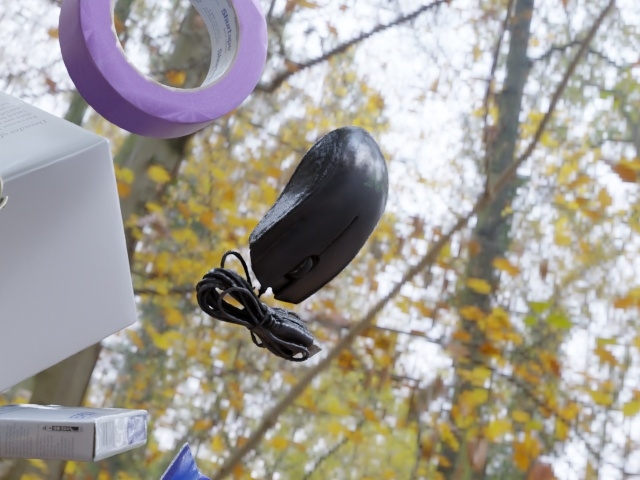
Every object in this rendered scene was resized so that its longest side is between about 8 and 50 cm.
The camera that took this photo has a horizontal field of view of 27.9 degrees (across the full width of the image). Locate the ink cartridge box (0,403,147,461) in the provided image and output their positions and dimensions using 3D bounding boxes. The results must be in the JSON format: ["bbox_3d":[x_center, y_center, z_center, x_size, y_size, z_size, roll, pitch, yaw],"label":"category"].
[{"bbox_3d":[-0.313,0.197,1.339,0.224,0.045,0.223,0,-5,5],"label":"ink cartridge box"}]

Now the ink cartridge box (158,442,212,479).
[{"bbox_3d":[-0.113,0.376,1.284,0.065,0.165,0.333,9,-48,26],"label":"ink cartridge box"}]

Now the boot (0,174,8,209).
[{"bbox_3d":[-0.442,-0.048,1.606,0.165,0.213,0.077,-30,-78,36],"label":"boot"}]

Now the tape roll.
[{"bbox_3d":[-0.213,-0.282,1.755,0.274,0.275,0.090,31,-25,-21],"label":"tape roll"}]

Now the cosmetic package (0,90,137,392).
[{"bbox_3d":[-0.539,-0.008,1.956,0.393,0.327,0.329,24,-50,41],"label":"cosmetic package"}]

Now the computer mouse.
[{"bbox_3d":[0.000,0.000,1.426,0.072,0.272,0.188,25,-9,47],"label":"computer mouse"}]
